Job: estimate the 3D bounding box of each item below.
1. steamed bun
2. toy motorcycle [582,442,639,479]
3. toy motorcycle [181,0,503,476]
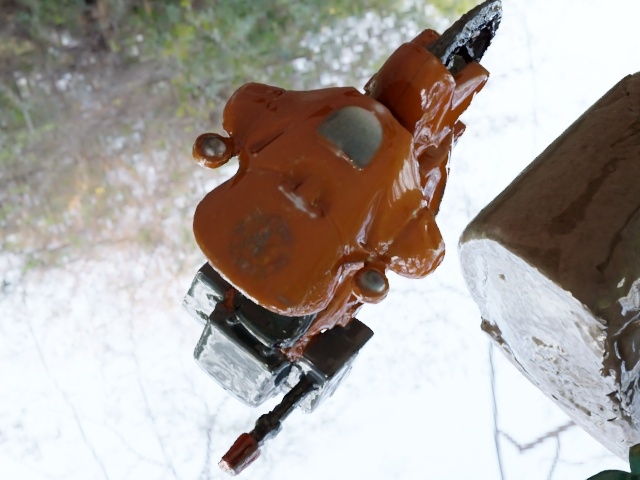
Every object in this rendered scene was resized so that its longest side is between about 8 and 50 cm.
[{"bbox_3d":[0.236,0.022,1.033,0.199,0.301,0.251,25,-113,44],"label":"steamed bun"},{"bbox_3d":[0.264,0.163,0.831,0.297,0.109,0.198,-14,165,4],"label":"toy motorcycle"},{"bbox_3d":[0.000,0.000,0.811,0.148,0.325,0.221,41,-130,11],"label":"toy motorcycle"}]
